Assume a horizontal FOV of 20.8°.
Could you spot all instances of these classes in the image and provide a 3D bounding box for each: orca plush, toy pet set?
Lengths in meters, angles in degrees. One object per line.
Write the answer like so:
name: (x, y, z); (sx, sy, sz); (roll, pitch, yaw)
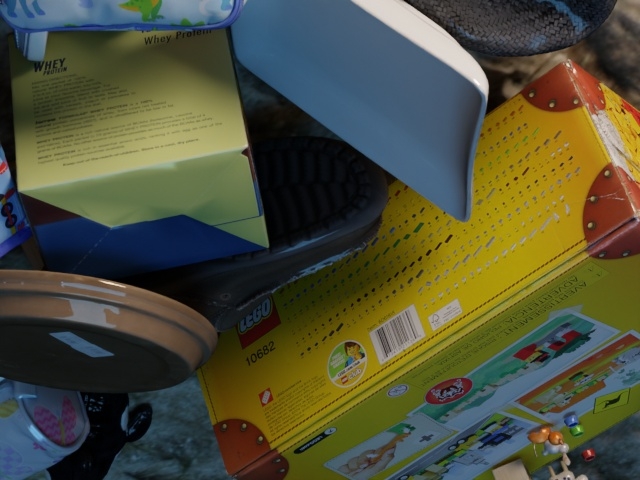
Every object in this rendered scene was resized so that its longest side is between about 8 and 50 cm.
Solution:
orca plush: (-0.244, 0.212, 1.947); (0.151, 0.102, 0.287); (18, 130, -30)
toy pet set: (0.241, 0.253, 1.845); (0.114, 0.065, 0.122); (-25, 149, 7)

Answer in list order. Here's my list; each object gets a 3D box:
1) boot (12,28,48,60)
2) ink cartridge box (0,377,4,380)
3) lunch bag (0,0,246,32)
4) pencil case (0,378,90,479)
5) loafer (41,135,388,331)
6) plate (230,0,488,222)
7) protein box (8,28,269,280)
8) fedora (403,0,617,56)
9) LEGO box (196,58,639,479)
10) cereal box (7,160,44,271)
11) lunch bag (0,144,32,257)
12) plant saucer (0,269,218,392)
boot: (-0.272, -0.239, 1.485); (0.086, 0.069, 0.190); (3, 128, -7)
ink cartridge box: (-0.428, 0.108, 1.797); (0.218, 0.092, 0.158); (-29, 136, 20)
lunch bag: (-0.161, -0.253, 1.361); (0.219, 0.090, 0.176); (3, 119, 12)
pencil case: (-0.383, 0.220, 1.894); (0.273, 0.113, 0.124); (-26, 126, 25)
loafer: (-0.095, 0.011, 1.696); (0.366, 0.133, 0.130); (-19, 145, 17)
plate: (0.034, -0.155, 1.494); (0.045, 0.277, 0.278); (-49, 165, -16)
protein box: (-0.164, -0.089, 1.564); (0.200, 0.201, 0.136); (-11, 139, -2)
fedora: (0.140, -0.258, 1.431); (0.334, 0.152, 0.334); (-2, 136, -2)
LEGO box: (0.175, 0.084, 1.797); (0.500, 0.193, 0.372); (-34, 146, 22)
cereal box: (-0.209, -0.005, 1.759); (0.173, 0.047, 0.240); (-16, 139, 0)
lunch bag: (-0.417, -0.088, 1.482); (0.293, 0.138, 0.221); (20, 139, 30)
plant saucer: (-0.234, 0.090, 1.609); (0.278, 0.041, 0.278); (5, 159, 2)
